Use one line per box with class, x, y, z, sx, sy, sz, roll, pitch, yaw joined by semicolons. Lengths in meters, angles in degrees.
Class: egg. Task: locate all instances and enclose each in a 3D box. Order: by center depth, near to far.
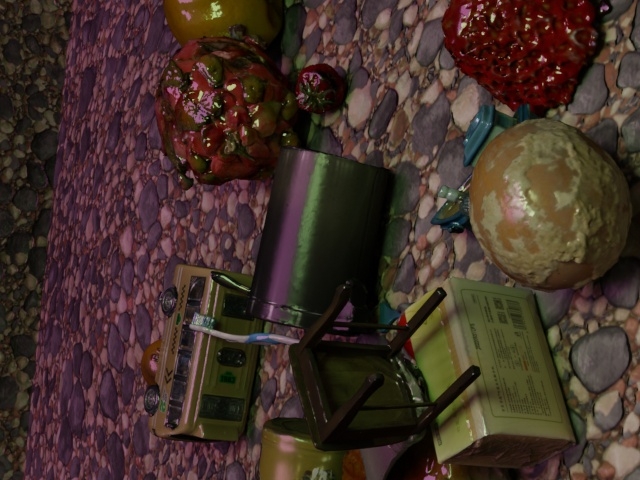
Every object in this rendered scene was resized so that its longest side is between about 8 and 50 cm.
egg;0.286;-0.048;1.305;0.203;0.203;0.245;-55;36;35

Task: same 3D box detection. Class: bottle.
bottle;-0.039;0.484;1.710;0.171;0.172;0.351;7;87;59

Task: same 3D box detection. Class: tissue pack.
tissue pack;0.224;0.179;1.377;0.125;0.159;0.234;-45;45;44

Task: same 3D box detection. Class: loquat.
loquat;-0.332;0.283;2.299;0.141;0.141;0.141;-25;60;54

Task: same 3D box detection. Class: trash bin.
trash bin;0.000;0.000;1.769;0.252;0.203;0.301;10;89;45

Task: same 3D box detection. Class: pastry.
pastry;0.146;0.381;1.469;0.330;0.136;0.329;-26;59;52

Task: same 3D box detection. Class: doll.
doll;0.158;0.144;1.572;0.062;0.104;0.195;-44;7;-17

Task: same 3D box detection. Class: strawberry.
strawberry;0.265;-0.291;1.447;0.234;0.178;0.233;-7;82;59
strawberry;0.000;-0.294;1.965;0.106;0.106;0.106;-25;60;54

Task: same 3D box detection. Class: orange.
orange;-0.203;-0.510;2.208;0.235;0.279;0.279;-12;68;27

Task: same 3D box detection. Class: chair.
chair;0.050;0.206;1.335;0.319;0.186;0.160;-57;41;42

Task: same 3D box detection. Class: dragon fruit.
dragon fruit;-0.151;-0.236;2.044;0.263;0.296;0.314;30;133;42

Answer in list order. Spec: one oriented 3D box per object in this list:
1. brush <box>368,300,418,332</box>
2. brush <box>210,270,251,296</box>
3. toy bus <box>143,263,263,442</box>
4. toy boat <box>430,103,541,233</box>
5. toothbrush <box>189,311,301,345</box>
brush;0.130;0.120;1.697;0.164;0.014;0.051;-25;62;53
brush;-0.130;0.105;1.999;0.062;0.193;0.016;-69;-11;16
toy bus;-0.231;0.237;2.104;0.202;0.177;0.365;2;81;53
toy boat;0.230;-0.098;1.493;0.109;0.098;0.237;-76;11;-51
toothbrush;-0.098;0.187;1.895;0.386;0.040;0.040;10;90;37
